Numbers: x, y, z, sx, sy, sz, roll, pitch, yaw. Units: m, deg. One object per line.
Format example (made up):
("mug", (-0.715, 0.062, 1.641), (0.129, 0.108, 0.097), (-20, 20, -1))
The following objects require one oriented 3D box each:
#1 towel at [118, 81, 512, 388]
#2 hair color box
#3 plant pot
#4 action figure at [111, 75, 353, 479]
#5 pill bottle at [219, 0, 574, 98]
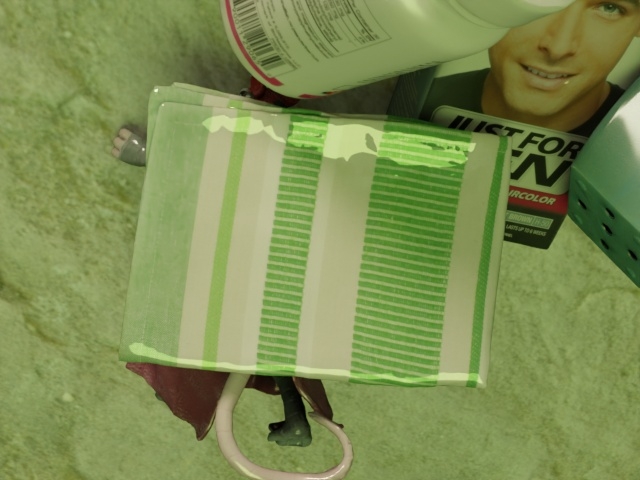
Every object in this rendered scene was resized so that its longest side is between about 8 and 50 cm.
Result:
("towel", (0.000, 0.000, 0.829), (0.325, 0.038, 0.247), (7, 86, -5))
("hair color box", (0.191, -0.180, 0.875), (0.186, 0.113, 0.374), (11, 127, -11))
("plant pot", (0.348, -0.077, 0.852), (0.234, 0.165, 0.165), (-36, 153, -5))
("action figure", (-0.081, 0.012, 0.907), (0.248, 0.275, 0.370), (6, 105, -15))
("pill bottle", (0.058, -0.210, 0.730), (0.160, 0.160, 0.283), (39, 156, -29))
